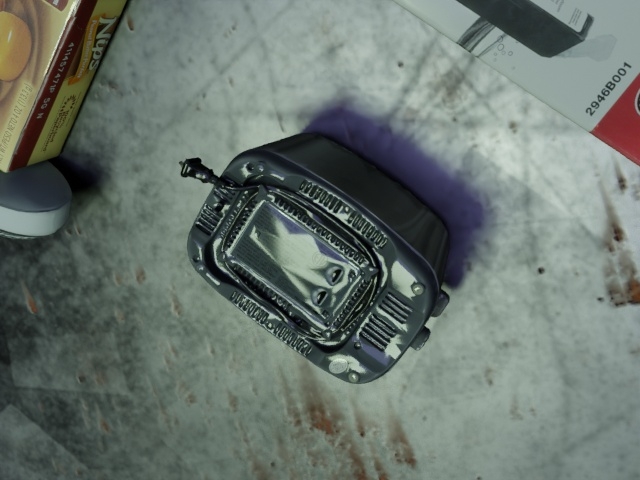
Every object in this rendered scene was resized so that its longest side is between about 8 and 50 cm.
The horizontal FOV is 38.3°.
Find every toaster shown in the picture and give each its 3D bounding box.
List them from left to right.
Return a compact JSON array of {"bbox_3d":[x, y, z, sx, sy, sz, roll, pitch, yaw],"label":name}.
[{"bbox_3d":[0.000,0.000,0.739,0.227,0.146,0.129,35,112,6],"label":"toaster"}]

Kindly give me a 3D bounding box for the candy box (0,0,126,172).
[{"bbox_3d":[-0.346,-0.226,0.825,0.316,0.087,0.183,35,114,7],"label":"candy box"}]

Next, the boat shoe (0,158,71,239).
[{"bbox_3d":[-0.366,-0.046,0.873,0.306,0.113,0.105,19,117,16],"label":"boat shoe"}]

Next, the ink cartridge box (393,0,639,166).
[{"bbox_3d":[0.171,-0.203,0.608,0.272,0.114,0.197,32,113,-7],"label":"ink cartridge box"}]
